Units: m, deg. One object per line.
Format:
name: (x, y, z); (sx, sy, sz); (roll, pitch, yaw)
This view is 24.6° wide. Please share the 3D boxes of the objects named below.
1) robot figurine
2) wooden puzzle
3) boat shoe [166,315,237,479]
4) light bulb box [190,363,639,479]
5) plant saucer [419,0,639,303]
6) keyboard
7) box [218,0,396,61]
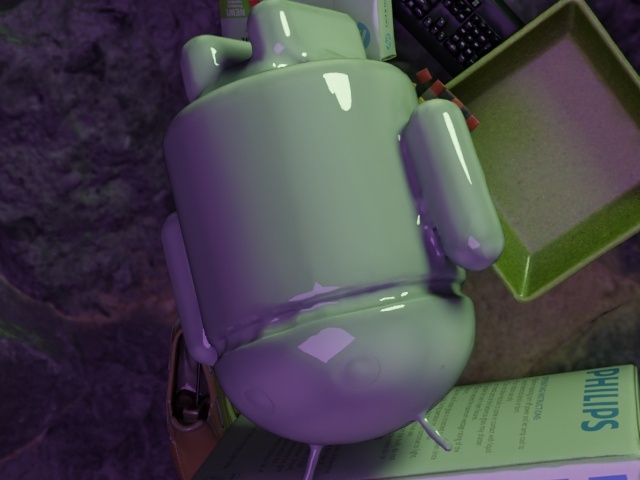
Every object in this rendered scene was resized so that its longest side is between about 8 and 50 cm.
robot figurine: (0.000, 0.000, 1.102); (0.300, 0.200, 0.353); (-22, 76, 38)
wooden puzzle: (0.094, -0.096, 1.182); (0.083, 0.006, 0.049); (44, 109, -1)
boat shoe: (-0.113, 0.158, 1.306); (0.068, 0.072, 0.189); (-4, 104, 13)
light bulb box: (0.111, 0.317, 1.220); (0.361, 0.225, 0.357); (-8, 102, 13)
plant saucer: (0.187, -0.075, 1.196); (0.188, 0.045, 0.188); (-35, 95, 19)
keyboard: (0.082, -0.226, 1.184); (0.192, 0.038, 0.100); (45, 108, -3)
box: (-0.017, -0.238, 1.187); (0.145, 0.038, 0.186); (2, 106, 25)
